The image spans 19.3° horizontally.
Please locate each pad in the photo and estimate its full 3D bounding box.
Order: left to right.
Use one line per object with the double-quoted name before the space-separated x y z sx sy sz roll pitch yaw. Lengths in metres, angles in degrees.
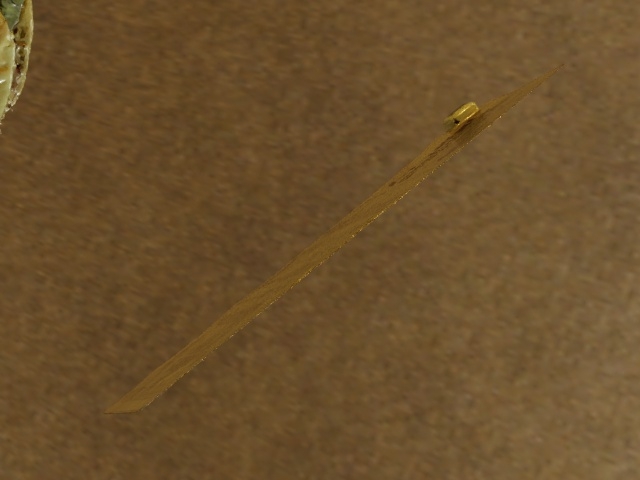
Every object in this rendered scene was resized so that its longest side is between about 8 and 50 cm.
"pad" 0.000 0.001 0.936 0.265 0.159 0.009 -39 94 -14

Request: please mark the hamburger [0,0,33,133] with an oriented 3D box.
"hamburger" -0.320 -0.162 1.495 0.130 0.206 0.183 0 113 -46
